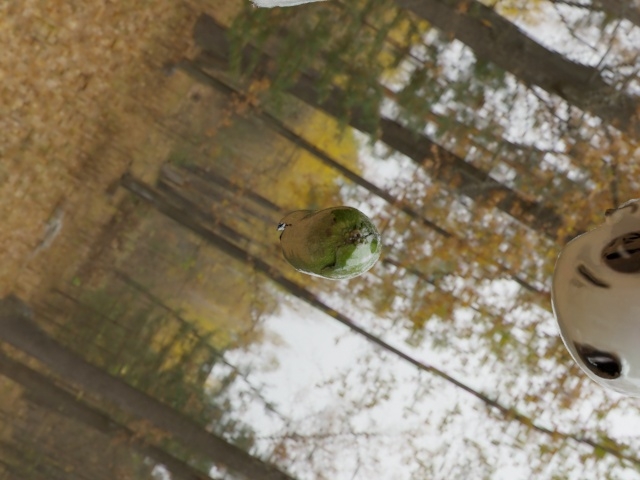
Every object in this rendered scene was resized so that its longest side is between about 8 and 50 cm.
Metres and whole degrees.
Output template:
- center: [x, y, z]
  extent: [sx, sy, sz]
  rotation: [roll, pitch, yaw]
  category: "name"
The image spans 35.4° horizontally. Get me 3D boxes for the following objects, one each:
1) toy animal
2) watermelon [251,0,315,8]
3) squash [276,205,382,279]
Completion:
- center: [0.238, 0.029, 0.636]
  extent: [0.166, 0.179, 0.138]
  rotation: [-60, 139, -77]
  category: "toy animal"
- center: [-0.002, -0.269, 0.694]
  extent: [0.322, 0.188, 0.175]
  rotation: [-50, 135, -80]
  category: "watermelon"
- center: [0.000, 0.000, 0.702]
  extent: [0.052, 0.052, 0.183]
  rotation: [-60, -167, -4]
  category: "squash"
